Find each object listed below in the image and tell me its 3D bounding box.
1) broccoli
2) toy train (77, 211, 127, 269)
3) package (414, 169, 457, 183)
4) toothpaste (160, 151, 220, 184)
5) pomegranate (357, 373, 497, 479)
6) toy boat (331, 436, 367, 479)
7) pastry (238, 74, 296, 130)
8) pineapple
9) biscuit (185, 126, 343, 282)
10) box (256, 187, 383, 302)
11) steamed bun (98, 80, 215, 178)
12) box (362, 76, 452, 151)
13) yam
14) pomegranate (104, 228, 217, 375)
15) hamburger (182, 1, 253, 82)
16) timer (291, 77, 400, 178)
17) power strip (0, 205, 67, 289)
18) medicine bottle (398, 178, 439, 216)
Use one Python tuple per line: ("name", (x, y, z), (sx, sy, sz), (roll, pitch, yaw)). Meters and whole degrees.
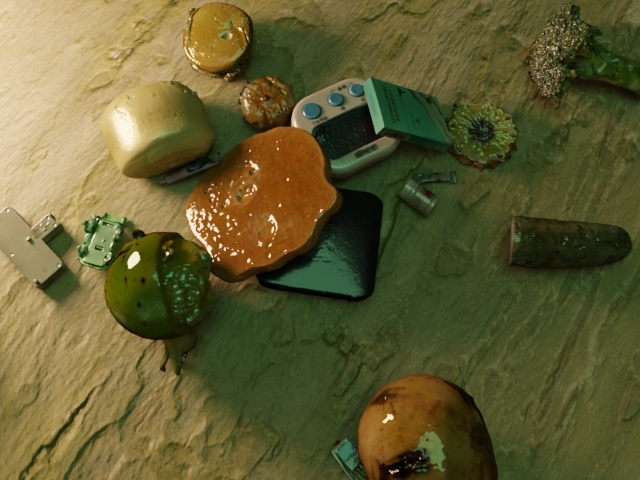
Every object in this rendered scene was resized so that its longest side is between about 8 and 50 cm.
("broccoli", (0.735, -0.463, 1.874), (0.361, 0.221, 0.252), (30, 38, 6))
("toy train", (-0.529, -0.001, 1.710), (0.099, 0.081, 0.149), (13, 78, 1))
("package", (0.302, -0.164, 1.834), (0.110, 0.015, 0.037), (-4, 67, -6))
("toothpaste", (-0.329, -0.178, 1.777), (0.170, 0.028, 0.045), (-21, 41, 9))
("pomegranate", (0.223, 0.446, 1.491), (0.322, 0.322, 0.322), (1, 72, -3))
("toy boat", (0.096, 0.519, 1.584), (0.069, 0.059, 0.173), (-40, 79, -14))
("pastry", (-0.138, -0.359, 1.839), (0.153, 0.081, 0.153), (4, 70, -12))
("pineapple", (0.423, -0.288, 1.864), (0.221, 0.047, 0.221), (0, 72, -1))
("biscuit", (-0.138, -0.095, 1.705), (0.385, 0.062, 0.365), (-31, 59, 6))
("box", (0.000, 0.000, 1.737), (0.290, 0.073, 0.289), (8, 72, 0))
("steamed bun", (-0.418, -0.289, 1.756), (0.273, 0.166, 0.232), (-18, 76, -9))
("box", (0.224, -0.321, 1.797), (0.229, 0.041, 0.162), (7, 57, -33))
("yam", (0.612, 0.005, 1.742), (0.330, 0.133, 0.133), (1, 72, -7))
("pomegranate", (-0.356, 0.136, 1.594), (0.260, 0.260, 0.341), (-7, 98, -5))
("hamburger", (-0.266, -0.518, 1.862), (0.189, 0.122, 0.215), (-6, 77, 2))
("timer", (0.065, -0.289, 1.821), (0.262, 0.087, 0.237), (-27, 77, -13))
("power strip", (-0.699, -0.004, 1.706), (0.215, 0.061, 0.145), (43, 76, 9))
("medicine bottle", (0.252, -0.109, 1.791), (0.091, 0.058, 0.058), (36, 74, 8))
